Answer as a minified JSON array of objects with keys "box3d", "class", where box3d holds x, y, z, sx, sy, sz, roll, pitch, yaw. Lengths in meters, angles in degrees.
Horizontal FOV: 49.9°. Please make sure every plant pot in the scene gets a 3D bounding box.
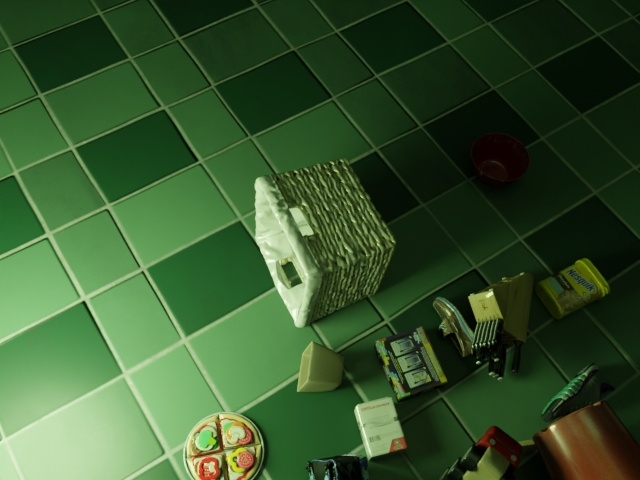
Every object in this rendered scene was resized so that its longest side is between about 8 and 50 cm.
[{"box3d":[0.004,0.339,1.799,0.096,0.109,0.109,13,61,-10],"class":"plant pot"},{"box3d":[0.658,0.541,1.624,0.272,0.272,0.265,-19,63,-13],"class":"plant pot"}]

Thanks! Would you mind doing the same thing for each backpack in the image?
[{"box3d":[0.049,0.602,1.627,0.117,0.158,0.173,-2,73,-25],"class":"backpack"}]

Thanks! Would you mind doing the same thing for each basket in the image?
[{"box3d":[0.000,0.000,1.855,0.266,0.331,0.328,-20,65,-16],"class":"basket"}]

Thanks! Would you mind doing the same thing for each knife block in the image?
[{"box3d":[0.513,0.237,1.880,0.276,0.088,0.242,-19,88,-41],"class":"knife block"}]

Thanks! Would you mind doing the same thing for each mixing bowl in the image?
[{"box3d":[0.549,-0.236,2.146,0.181,0.098,0.181,1,62,-2],"class":"mixing bowl"}]

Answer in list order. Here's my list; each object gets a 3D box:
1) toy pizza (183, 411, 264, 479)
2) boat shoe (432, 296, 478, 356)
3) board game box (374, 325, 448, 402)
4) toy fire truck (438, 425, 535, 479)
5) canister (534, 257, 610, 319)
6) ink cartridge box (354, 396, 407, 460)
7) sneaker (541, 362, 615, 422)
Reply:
[{"box3d":[-0.242,0.526,1.717,0.201,0.032,0.201,1,61,-2],"class":"toy pizza"},{"box3d":[0.363,0.238,1.892,0.066,0.066,0.183,-31,67,-17],"class":"boat shoe"},{"box3d":[0.241,0.330,1.845,0.141,0.048,0.170,-15,63,-14],"class":"board game box"},{"box3d":[0.431,0.526,1.666,0.158,0.217,0.246,36,50,13],"class":"toy fire truck"},{"box3d":[0.716,0.140,1.963,0.170,0.073,0.126,-24,65,-14],"class":"canister"},{"box3d":[0.152,0.480,1.751,0.099,0.056,0.135,-11,63,-10],"class":"ink cartridge box"},{"box3d":[0.681,0.420,1.802,0.224,0.083,0.098,-36,74,-21],"class":"sneaker"}]
